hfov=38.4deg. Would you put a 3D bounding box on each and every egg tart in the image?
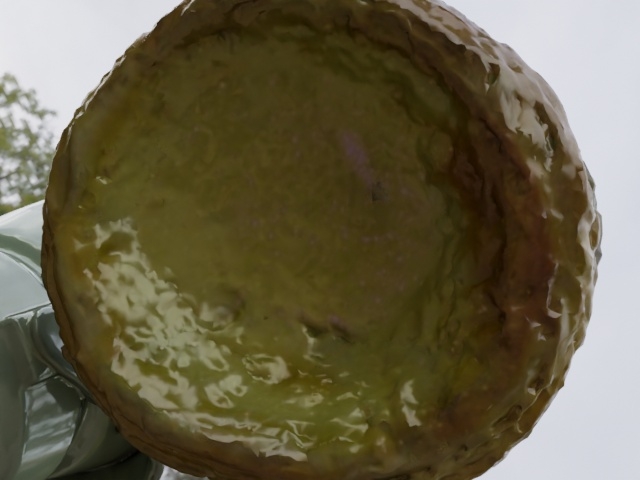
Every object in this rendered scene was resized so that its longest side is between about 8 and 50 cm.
[{"bbox_3d":[0.000,0.000,0.493,0.294,0.123,0.294,-1,-95,14],"label":"egg tart"}]

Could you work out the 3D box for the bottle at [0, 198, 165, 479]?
[{"bbox_3d":[-0.186,0.080,0.637,0.229,0.351,0.229,3,-80,20],"label":"bottle"}]
